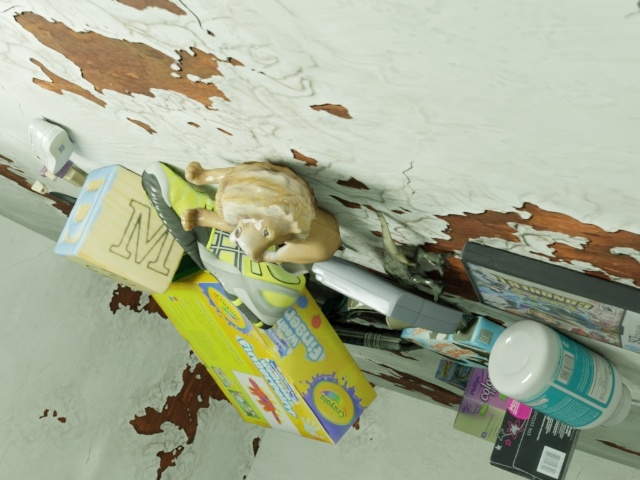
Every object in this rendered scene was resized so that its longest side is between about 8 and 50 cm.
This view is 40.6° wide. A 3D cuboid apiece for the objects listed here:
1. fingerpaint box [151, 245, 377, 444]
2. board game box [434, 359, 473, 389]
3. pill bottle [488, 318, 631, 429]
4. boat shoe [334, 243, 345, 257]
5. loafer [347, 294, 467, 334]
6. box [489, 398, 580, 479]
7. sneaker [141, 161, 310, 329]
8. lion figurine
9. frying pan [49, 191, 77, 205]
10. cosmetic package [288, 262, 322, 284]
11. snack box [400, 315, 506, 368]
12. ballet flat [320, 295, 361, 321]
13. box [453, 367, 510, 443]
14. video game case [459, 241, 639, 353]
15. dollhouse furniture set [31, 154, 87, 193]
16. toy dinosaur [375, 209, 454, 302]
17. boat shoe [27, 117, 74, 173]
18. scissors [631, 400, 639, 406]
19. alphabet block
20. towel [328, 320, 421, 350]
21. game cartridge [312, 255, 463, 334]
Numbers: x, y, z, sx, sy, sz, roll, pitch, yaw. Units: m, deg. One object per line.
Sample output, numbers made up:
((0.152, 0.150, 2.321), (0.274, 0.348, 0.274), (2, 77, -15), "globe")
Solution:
((-0.137, 0.213, 1.908), (0.371, 0.163, 0.445), (-4, 124, 55), "fingerpaint box")
((0.428, 0.392, 2.414), (0.194, 0.060, 0.194), (22, 168, -4), "board game box")
((0.447, 0.256, 1.584), (0.264, 0.146, 0.146), (28, 166, -25), "pill bottle")
((0.000, 0.000, 1.533), (0.100, 0.035, 0.035), (29, 139, -17), "boat shoe")
((0.165, 0.142, 1.716), (0.251, 0.087, 0.094), (19, 167, 15), "loafer")
((0.492, 0.408, 1.923), (0.163, 0.247, 0.142), (18, 169, 17), "box")
((-0.173, -0.011, 1.572), (0.385, 0.147, 0.145), (49, 177, -29), "sneaker")
((-0.056, -0.031, 1.319), (0.240, 0.142, 0.392), (7, 177, 26), "lion figurine")
((-0.546, -0.068, 2.151), (0.326, 0.053, 0.197), (19, 167, -2), "frying pan")
((-0.016, 0.053, 1.753), (0.060, 0.041, 0.115), (17, 167, 23), "cosmetic package")
((0.325, 0.221, 1.846), (0.187, 0.060, 0.322), (26, 167, -17), "snack box")
((0.051, 0.170, 2.074), (0.070, 0.070, 0.188), (24, 169, -11), "ballet flat")
((0.486, 0.438, 2.232), (0.243, 0.117, 0.213), (18, 148, 12), "box")
((0.357, 0.090, 1.285), (0.274, 0.035, 0.248), (17, 167, 22), "video game case")
((-0.558, -0.137, 1.813), (0.081, 0.091, 0.114), (33, 176, 24), "dollhouse furniture set")
((0.144, 0.034, 1.364), (0.118, 0.064, 0.268), (25, 166, 16), "toy dinosaur")
((-0.495, -0.173, 1.568), (0.063, 0.066, 0.184), (36, 170, -1), "boat shoe")
((0.744, 0.377, 1.886), (0.297, 0.021, 0.109), (6, 162, 46), "scissors")
((-0.386, -0.020, 1.725), (0.197, 0.193, 0.192), (28, 168, -26), "alphabet block")
((0.085, 0.224, 2.130), (0.312, 0.056, 0.324), (6, 176, 18), "towel")
((0.133, 0.100, 1.505), (0.196, 0.060, 0.294), (30, -175, 30), "game cartridge")
